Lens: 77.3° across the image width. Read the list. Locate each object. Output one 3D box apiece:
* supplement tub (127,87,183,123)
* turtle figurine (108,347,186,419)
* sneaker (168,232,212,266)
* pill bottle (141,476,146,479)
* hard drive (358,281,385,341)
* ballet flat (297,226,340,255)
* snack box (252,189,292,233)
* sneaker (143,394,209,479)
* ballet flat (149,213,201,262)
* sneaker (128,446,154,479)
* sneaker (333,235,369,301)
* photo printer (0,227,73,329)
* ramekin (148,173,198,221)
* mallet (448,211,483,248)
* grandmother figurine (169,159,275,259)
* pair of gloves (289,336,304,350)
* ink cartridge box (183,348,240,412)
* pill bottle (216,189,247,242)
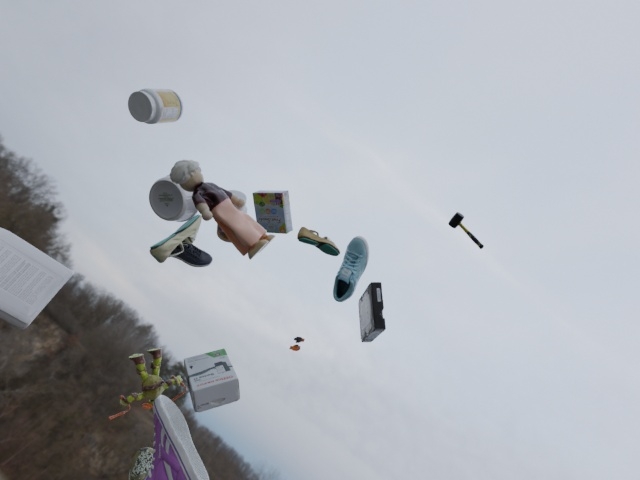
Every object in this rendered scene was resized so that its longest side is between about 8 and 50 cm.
[{"bbox_3d":[-0.707,-0.578,1.724,0.145,0.200,0.144,7,-69,18],"label":"supplement tub"},{"bbox_3d":[-0.612,0.505,1.413,0.087,0.270,0.217,-9,-89,53],"label":"turtle figurine"},{"bbox_3d":[-0.558,0.037,1.735,0.227,0.086,0.163,21,-37,-26],"label":"sneaker"},{"bbox_3d":[-0.647,0.925,1.391,0.121,0.216,0.121,54,-11,15],"label":"pill bottle"},{"bbox_3d":[0.255,0.373,2.040,0.064,0.236,0.339,0,-24,-5],"label":"hard drive"},{"bbox_3d":[0.000,0.000,1.830,0.233,0.073,0.080,25,-33,-30],"label":"ballet flat"},{"bbox_3d":[-0.236,-0.142,1.978,0.175,0.070,0.206,3,-69,27],"label":"snack box"},{"bbox_3d":[-0.436,0.579,1.090,0.282,0.161,0.102,54,-6,28],"label":"sneaker"},{"bbox_3d":[-0.512,-0.004,1.462,0.086,0.248,0.086,20,-47,23],"label":"ballet flat"},{"bbox_3d":[-0.678,1.045,1.602,0.182,0.158,0.409,-55,-133,51],"label":"sneaker"},{"bbox_3d":[0.157,0.158,2.068,0.135,0.150,0.365,16,-78,15],"label":"sneaker"},{"bbox_3d":[-1.080,0.122,1.385,0.107,0.255,0.307,-22,-55,42],"label":"photo printer"},{"bbox_3d":[-0.798,-0.226,2.166,0.273,0.127,0.272,4,-76,15],"label":"ramekin"},{"bbox_3d":[0.565,-0.042,1.527,0.062,0.039,0.189,-65,-146,22],"label":"mallet"},{"bbox_3d":[-0.288,-0.095,1.129,0.342,0.104,0.208,45,11,-1],"label":"grandmother figurine"},{"bbox_3d":[-0.127,0.564,2.181,0.074,0.083,0.010,22,2,-39],"label":"pair of gloves"},{"bbox_3d":[-0.375,0.473,1.371,0.208,0.153,0.086,30,-55,59],"label":"ink cartridge box"},{"bbox_3d":[-0.499,-0.136,2.265,0.162,0.162,0.278,35,-47,22],"label":"pill bottle"}]
